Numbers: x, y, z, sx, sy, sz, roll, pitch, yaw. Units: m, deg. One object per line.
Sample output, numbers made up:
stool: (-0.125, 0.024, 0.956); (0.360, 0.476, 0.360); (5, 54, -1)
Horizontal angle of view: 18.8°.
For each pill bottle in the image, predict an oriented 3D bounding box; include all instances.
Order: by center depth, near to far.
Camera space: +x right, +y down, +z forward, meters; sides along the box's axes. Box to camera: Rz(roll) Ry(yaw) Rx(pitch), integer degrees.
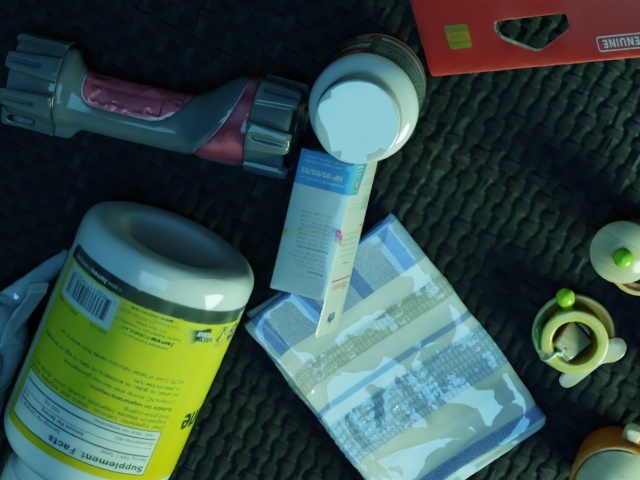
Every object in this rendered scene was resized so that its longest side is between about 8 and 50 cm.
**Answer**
pill bottle: (0.044, -0.135, 1.879); (0.108, 0.180, 0.108); (2, 106, 6)
pill bottle: (-0.211, 0.143, 1.987); (0.188, 0.188, 0.334); (24, 108, 0)

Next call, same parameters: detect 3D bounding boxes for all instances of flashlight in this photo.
flashlight: (-0.167, -0.143, 1.950); (0.304, 0.103, 0.103); (15, 145, 7)

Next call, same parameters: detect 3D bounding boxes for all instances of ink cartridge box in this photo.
ink cartridge box: (0.162, -0.279, 1.802); (0.296, 0.066, 0.261); (-1, 109, 45)
ink cartridge box: (0.000, 0.000, 1.943); (0.061, 0.104, 0.181); (14, 96, 13)

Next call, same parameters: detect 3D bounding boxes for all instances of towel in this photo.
towel: (0.078, 0.139, 2.031); (0.209, 0.034, 0.285); (-35, 99, 14)

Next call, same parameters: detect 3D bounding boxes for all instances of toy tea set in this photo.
toy tea set: (0.319, 0.145, 1.954); (0.200, 0.124, 0.336); (-18, 103, 12)

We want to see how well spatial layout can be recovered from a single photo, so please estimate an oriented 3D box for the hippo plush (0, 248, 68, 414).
hippo plush: (-0.439, 0.123, 1.985); (0.236, 0.234, 0.294); (24, 108, -1)
